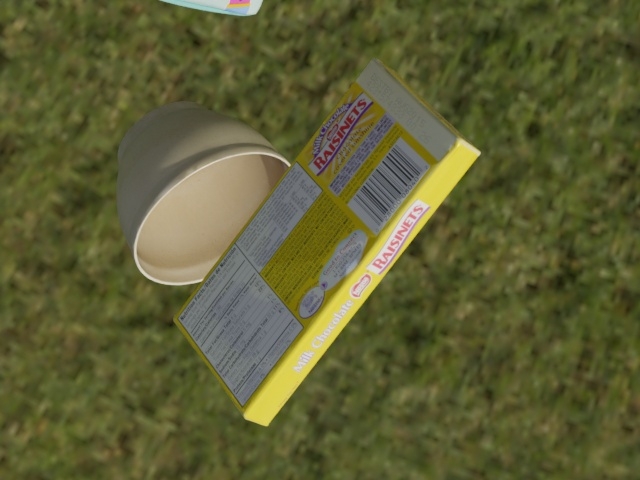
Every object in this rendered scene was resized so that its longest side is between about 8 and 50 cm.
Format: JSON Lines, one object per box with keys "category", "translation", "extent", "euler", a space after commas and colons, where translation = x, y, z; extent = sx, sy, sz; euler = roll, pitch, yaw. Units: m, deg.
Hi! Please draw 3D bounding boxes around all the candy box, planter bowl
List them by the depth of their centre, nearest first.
{"category": "candy box", "translation": [0.000, 0.000, 1.085], "extent": [0.027, 0.105, 0.206], "euler": [29, 104, -40]}
{"category": "planter bowl", "translation": [-0.116, -0.054, 1.641], "extent": [0.109, 0.162, 0.162], "euler": [55, 152, 32]}

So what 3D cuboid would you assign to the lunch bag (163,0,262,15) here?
{"category": "lunch bag", "translation": [-0.176, -0.325, 1.803], "extent": [0.279, 0.224, 0.108], "euler": [41, 115, 37]}
